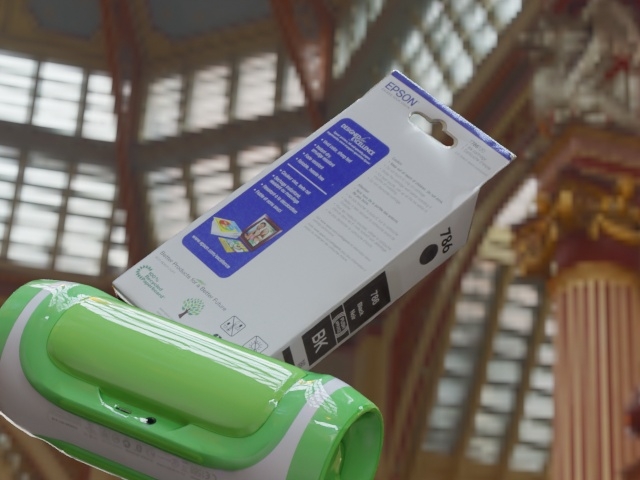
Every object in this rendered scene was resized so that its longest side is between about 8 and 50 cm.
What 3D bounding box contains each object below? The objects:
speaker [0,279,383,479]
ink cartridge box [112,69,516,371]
[{"bbox_3d":[-0.107,0.125,1.432,0.296,0.131,0.131,19,-22,23],"label":"speaker"},{"bbox_3d":[0.000,0.000,1.643,0.332,0.165,0.065,-38,-36,-17],"label":"ink cartridge box"}]
